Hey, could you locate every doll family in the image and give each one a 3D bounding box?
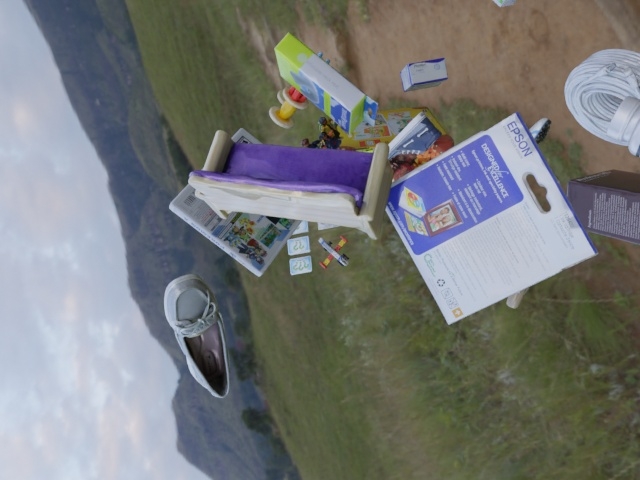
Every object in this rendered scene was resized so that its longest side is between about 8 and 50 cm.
[{"bbox_3d":[0.018,-0.301,1.761,0.111,0.076,0.193,43,-119,-38],"label":"doll family"}]

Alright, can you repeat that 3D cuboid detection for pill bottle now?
[{"bbox_3d":[0.620,-0.189,1.082,0.180,0.108,0.108,31,153,27],"label":"pill bottle"}]

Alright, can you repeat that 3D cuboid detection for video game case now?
[{"bbox_3d":[-0.192,-0.112,1.648,0.300,0.329,0.036,38,149,-4],"label":"video game case"}]

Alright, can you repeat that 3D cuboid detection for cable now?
[{"bbox_3d":[0.695,-0.327,1.404,0.257,0.089,0.257,40,172,-18],"label":"cable"}]

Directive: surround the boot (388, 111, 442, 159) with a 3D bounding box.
[{"bbox_3d":[0.244,-0.259,1.659,0.086,0.069,0.190,47,133,2],"label":"boot"}]

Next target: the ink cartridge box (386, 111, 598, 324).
[{"bbox_3d":[0.313,-0.037,1.169,0.304,0.307,0.072,62,-165,2],"label":"ink cartridge box"}]

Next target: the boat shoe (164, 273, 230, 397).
[{"bbox_3d":[-0.266,0.218,1.367,0.103,0.118,0.321,37,141,47],"label":"boat shoe"}]

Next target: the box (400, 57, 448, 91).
[{"bbox_3d":[0.346,-0.555,2.030,0.137,0.126,0.072,-138,38,-85],"label":"box"}]

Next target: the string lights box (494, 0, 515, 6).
[{"bbox_3d":[0.628,-0.912,1.957,0.133,0.076,0.260,54,147,21],"label":"string lights box"}]

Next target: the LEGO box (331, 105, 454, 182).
[{"bbox_3d":[0.229,-0.301,2.083,0.500,0.372,0.193,-90,-7,-66],"label":"LEGO box"}]

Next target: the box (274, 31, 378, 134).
[{"bbox_3d":[0.009,-0.241,0.961,0.178,0.042,0.109,41,175,7],"label":"box"}]

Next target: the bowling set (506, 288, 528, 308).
[{"bbox_3d":[0.576,0.087,1.897,0.154,0.199,0.287,-67,-16,14],"label":"bowling set"}]

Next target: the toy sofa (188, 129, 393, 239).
[{"bbox_3d":[-0.054,-0.121,1.144,0.177,0.362,0.150,54,-132,-61],"label":"toy sofa"}]

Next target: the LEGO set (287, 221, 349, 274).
[{"bbox_3d":[0.000,0.000,1.871,0.060,0.244,0.183,22,-119,-63],"label":"LEGO set"}]

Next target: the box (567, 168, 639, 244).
[{"bbox_3d":[0.834,-0.077,1.511,0.381,0.191,0.143,23,123,58],"label":"box"}]

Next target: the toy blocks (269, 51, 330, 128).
[{"bbox_3d":[-0.027,-0.288,1.090,0.148,0.054,0.123,-47,18,37],"label":"toy blocks"}]

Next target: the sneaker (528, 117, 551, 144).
[{"bbox_3d":[0.616,-0.297,1.861,0.086,0.085,0.237,50,143,14],"label":"sneaker"}]
